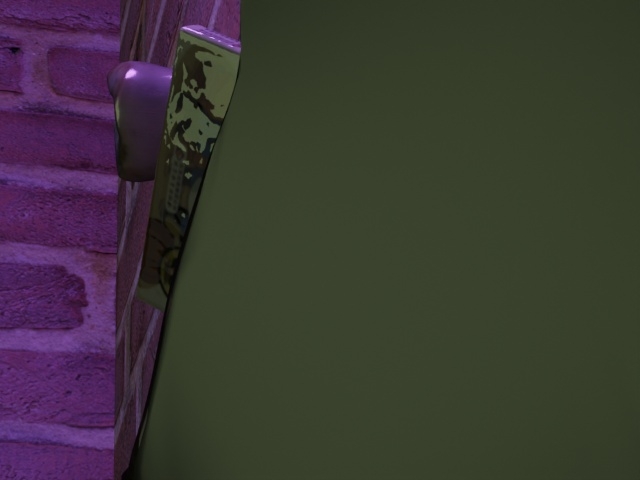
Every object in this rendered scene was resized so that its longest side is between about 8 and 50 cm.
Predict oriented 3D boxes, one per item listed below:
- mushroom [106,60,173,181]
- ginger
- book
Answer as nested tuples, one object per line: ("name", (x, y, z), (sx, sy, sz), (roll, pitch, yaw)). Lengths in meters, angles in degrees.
("mushroom", (-0.042, -0.084, 0.948), (0.243, 0.243, 0.243), (-175, 90, -75))
("ginger", (0.110, -0.010, 0.417), (0.413, 0.211, 0.358), (-4, 83, 41))
("book", (0.000, 0.000, 0.816), (0.264, 0.027, 0.202), (26, 117, 27))
